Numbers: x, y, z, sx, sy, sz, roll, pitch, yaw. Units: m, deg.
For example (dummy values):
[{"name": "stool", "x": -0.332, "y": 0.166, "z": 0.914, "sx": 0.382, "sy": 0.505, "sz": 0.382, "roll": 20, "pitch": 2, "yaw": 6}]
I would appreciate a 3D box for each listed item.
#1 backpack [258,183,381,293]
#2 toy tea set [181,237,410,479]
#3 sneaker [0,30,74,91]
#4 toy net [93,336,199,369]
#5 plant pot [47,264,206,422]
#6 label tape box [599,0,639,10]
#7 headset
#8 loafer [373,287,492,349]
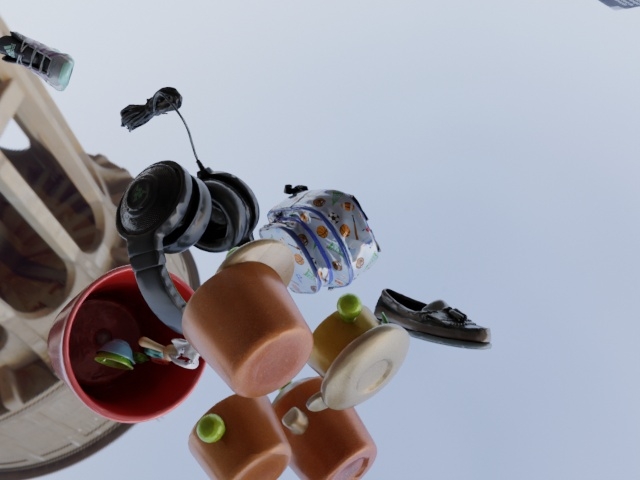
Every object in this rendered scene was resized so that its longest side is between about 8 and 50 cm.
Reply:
[{"name": "backpack", "x": 0.000, "y": 0.000, "z": 1.202, "sx": 0.213, "sy": 0.277, "sz": 0.263, "roll": -43, "pitch": -161, "yaw": -33}, {"name": "toy tea set", "x": -0.038, "y": 0.128, "z": 0.441, "sx": 0.200, "sy": 0.336, "sz": 0.124, "roll": -17, "pitch": -137, "yaw": -31}, {"name": "sneaker", "x": -0.288, "y": -0.180, "z": 0.500, "sx": 0.098, "sy": 0.069, "sz": 0.038, "roll": 31, "pitch": -78, "yaw": 44}, {"name": "toy net", "x": -0.288, "y": 0.214, "z": 0.915, "sx": 0.232, "sy": 0.122, "sz": 0.045, "roll": -4, "pitch": -125, "yaw": 25}, {"name": "plant pot", "x": -0.389, "y": 0.193, "z": 0.980, "sx": 0.243, "sy": 0.275, "sz": 0.275, "roll": -11, "pitch": -136, "yaw": 48}, {"name": "label tape box", "x": 0.424, "y": -0.365, "z": 0.549, "sx": 0.240, "sy": 0.106, "sz": 0.333, "roll": 8, "pitch": -171, "yaw": -30}, {"name": "headset", "x": -0.222, "y": -0.044, "z": 0.800, "sx": 0.185, "sy": 0.243, "sz": 0.395, "roll": -13, "pitch": -95, "yaw": 25}, {"name": "loafer", "x": 0.190, "y": 0.137, "z": 0.922, "sx": 0.267, "sy": 0.096, "sz": 0.084, "roll": 1, "pitch": -99, "yaw": 54}]
